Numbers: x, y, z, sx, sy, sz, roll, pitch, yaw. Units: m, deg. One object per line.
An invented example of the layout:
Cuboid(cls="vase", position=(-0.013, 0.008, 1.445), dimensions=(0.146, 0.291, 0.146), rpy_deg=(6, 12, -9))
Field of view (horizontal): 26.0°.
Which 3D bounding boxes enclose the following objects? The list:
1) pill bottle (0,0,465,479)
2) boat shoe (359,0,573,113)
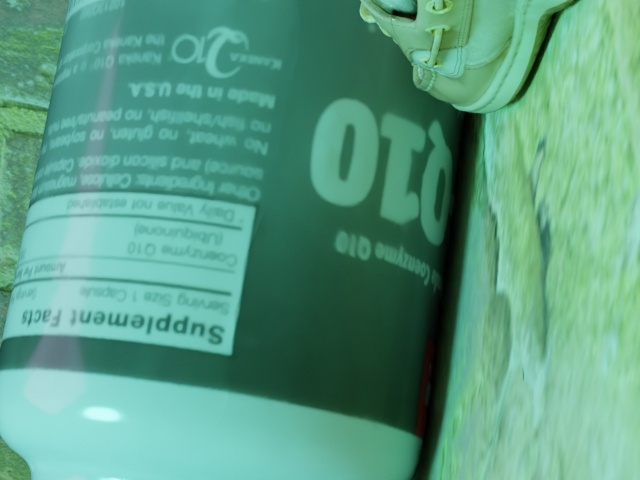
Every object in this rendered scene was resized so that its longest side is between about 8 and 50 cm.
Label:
Cuboid(cls="pill bottle", position=(-0.033, 0.013, 0.528), dimensions=(0.161, 0.161, 0.283), rpy_deg=(109, 169, -77))
Cuboid(cls="boat shoe", position=(0.039, -0.082, 0.395), dimensions=(0.170, 0.059, 0.063), rpy_deg=(109, 169, -77))
